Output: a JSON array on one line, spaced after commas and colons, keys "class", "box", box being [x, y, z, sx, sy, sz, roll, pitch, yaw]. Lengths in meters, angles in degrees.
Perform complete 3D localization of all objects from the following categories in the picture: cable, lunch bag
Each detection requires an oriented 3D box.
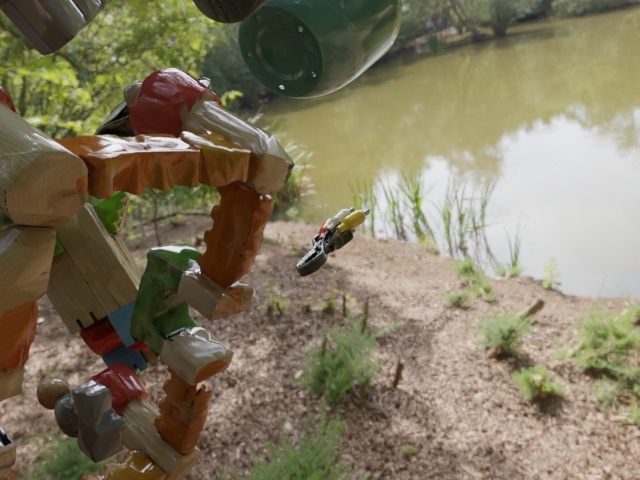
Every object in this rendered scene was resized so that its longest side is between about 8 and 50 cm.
[{"class": "cable", "box": [0.000, 0.000, 1.256, 0.140, 0.072, 0.287, -16, 11, 34]}, {"class": "lunch bag", "box": [-0.438, -0.320, 1.525, 0.287, 0.168, 0.235, -3, 33, 3]}]

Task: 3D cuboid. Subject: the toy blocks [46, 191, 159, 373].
[{"class": "toy blocks", "box": [-0.310, 0.087, 0.864, 0.191, 0.260, 0.381, -31, 6, -13]}]

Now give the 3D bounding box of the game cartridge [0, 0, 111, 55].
[{"class": "game cartridge", "box": [-0.315, -0.364, 0.507, 0.068, 0.355, 0.230, -15, 39, 28]}]

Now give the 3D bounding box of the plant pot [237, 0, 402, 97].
[{"class": "plant pot", "box": [-0.023, -0.415, 1.120, 0.293, 0.292, 0.235, 2, 42, 37]}]

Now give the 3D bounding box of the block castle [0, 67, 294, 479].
[{"class": "block castle", "box": [-0.239, 0.068, 0.537, 0.213, 0.452, 0.303, 32, 25, 26]}]

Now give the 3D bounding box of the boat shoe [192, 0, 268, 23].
[{"class": "boat shoe", "box": [-0.100, -0.435, 0.914, 0.321, 0.118, 0.103, 0, 39, 47]}]
